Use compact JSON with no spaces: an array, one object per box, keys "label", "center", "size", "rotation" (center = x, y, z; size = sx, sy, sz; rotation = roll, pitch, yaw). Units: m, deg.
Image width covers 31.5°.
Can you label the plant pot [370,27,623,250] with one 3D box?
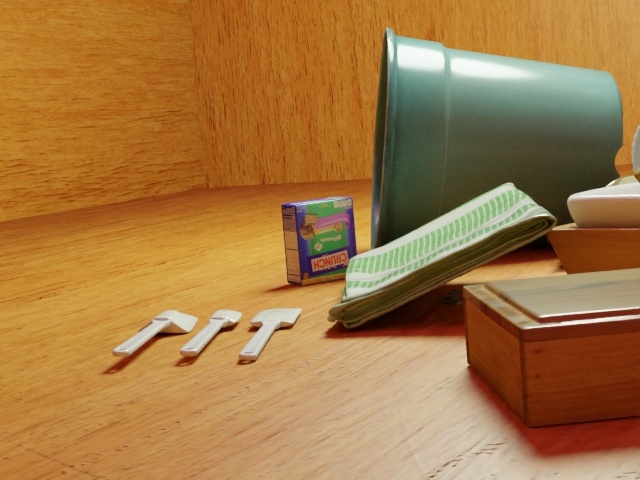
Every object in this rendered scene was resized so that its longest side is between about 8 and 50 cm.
[{"label":"plant pot","center":[0.250,-0.131,1.670],"size":[0.334,0.341,0.341],"rotation":[3,6,-1]}]

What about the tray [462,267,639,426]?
[{"label":"tray","center":[0.330,0.060,0.853],"size":[0.411,0.076,0.203],"rotation":[-6,6,-4]}]

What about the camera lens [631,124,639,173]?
[{"label":"camera lens","center":[0.657,-0.144,1.815],"size":[0.274,0.219,0.219],"rotation":[-11,8,-42]}]

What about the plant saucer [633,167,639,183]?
[{"label":"plant saucer","center":[0.479,-0.032,0.887],"size":[0.333,0.080,0.333],"rotation":[-7,7,-25]}]

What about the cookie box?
[{"label":"cookie box","center":[0.000,0.000,1.503],"size":[0.092,0.107,0.040],"rotation":[-9,9,-31]}]

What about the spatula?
[{"label":"spatula","center":[-0.116,0.095,1.150],"size":[0.168,0.019,0.242],"rotation":[1,8,6]}]

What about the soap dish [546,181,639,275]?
[{"label":"soap dish","center":[0.410,-0.004,1.170],"size":[0.291,0.118,0.229],"rotation":[-11,8,-43]}]

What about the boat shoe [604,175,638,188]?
[{"label":"boat shoe","center":[0.458,-0.025,1.463],"size":[0.341,0.121,0.110],"rotation":[-15,49,-46]}]

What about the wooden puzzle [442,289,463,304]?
[{"label":"wooden puzzle","center":[0.167,0.062,1.269],"size":[0.049,0.006,0.083],"rotation":[-2,7,21]}]

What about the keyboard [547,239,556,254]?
[{"label":"keyboard","center":[0.343,0.020,1.467],"size":[0.100,0.038,0.192],"rotation":[21,11,13]}]

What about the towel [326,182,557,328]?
[{"label":"towel","center":[0.129,0.009,1.268],"size":[0.248,0.038,0.325],"rotation":[-26,4,8]}]
